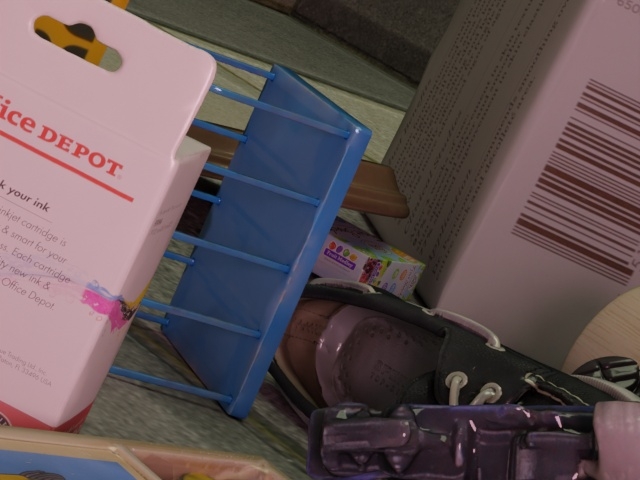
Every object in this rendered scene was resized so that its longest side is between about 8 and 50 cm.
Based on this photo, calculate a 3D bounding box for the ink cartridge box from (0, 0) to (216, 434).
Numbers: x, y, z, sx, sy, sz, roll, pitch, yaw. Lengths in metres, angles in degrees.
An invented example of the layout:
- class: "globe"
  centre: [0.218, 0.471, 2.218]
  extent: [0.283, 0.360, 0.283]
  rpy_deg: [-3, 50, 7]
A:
- class: "ink cartridge box"
  centre: [-0.123, -0.009, 0.773]
  extent: [0.115, 0.198, 0.067]
  rpy_deg: [28, 10, 5]

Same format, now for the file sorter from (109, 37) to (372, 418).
- class: "file sorter"
  centre: [-0.070, -0.014, 1.026]
  extent: [0.104, 0.170, 0.118]
  rpy_deg: [18, 13, -30]

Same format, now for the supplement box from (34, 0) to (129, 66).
- class: "supplement box"
  centre: [-0.285, -0.158, 1.137]
  extent: [0.194, 0.195, 0.356]
  rpy_deg: [20, 12, -34]

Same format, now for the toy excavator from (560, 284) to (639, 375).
- class: "toy excavator"
  centre: [0.404, 0.148, 1.347]
  extent: [0.222, 0.445, 0.433]
  rpy_deg: [38, -26, 52]

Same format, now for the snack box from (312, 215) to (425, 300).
- class: "snack box"
  centre: [0.000, 0.000, 1.506]
  extent: [0.141, 0.037, 0.100]
  rpy_deg: [30, 11, 27]

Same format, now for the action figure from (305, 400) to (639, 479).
- class: "action figure"
  centre: [0.144, 0.143, 0.673]
  extent: [0.341, 0.179, 0.330]
  rpy_deg: [1, -3, 17]

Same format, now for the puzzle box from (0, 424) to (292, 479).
- class: "puzzle box"
  centre: [-0.075, 0.137, 0.575]
  extent: [0.272, 0.052, 0.409]
  rpy_deg: [35, 13, 38]

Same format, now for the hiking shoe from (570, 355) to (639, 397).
- class: "hiking shoe"
  centre: [0.210, 0.162, 1.057]
  extent: [0.227, 0.086, 0.114]
  rpy_deg: [48, -22, 6]

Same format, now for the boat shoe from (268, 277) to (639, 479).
- class: "boat shoe"
  centre: [0.070, 0.099, 1.005]
  extent: [0.091, 0.114, 0.302]
  rpy_deg: [20, 0, -36]

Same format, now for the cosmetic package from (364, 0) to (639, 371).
- class: "cosmetic package"
  centre: [0.271, -0.065, 1.691]
  extent: [0.327, 0.329, 0.394]
  rpy_deg: [23, 11, -13]

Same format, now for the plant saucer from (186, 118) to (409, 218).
- class: "plant saucer"
  centre: [-0.061, -0.067, 1.505]
  extent: [0.278, 0.041, 0.278]
  rpy_deg: [13, 2, -1]
